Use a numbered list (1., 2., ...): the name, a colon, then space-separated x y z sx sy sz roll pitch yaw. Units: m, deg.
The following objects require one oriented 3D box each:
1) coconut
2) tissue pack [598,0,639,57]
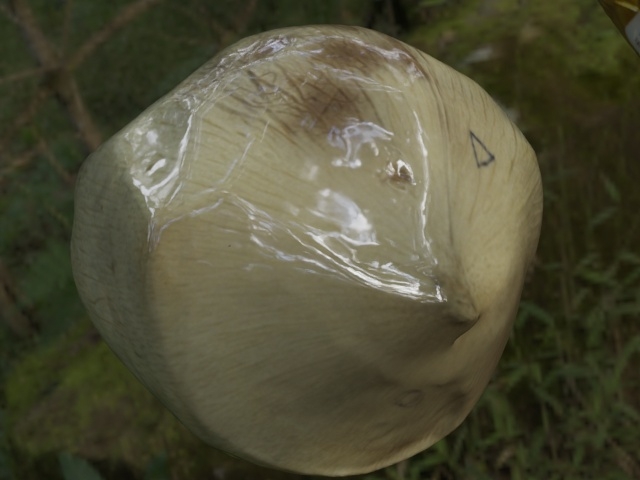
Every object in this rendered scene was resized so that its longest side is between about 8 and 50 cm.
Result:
1. coconut: 0.000 0.000 0.700 0.224 0.224 0.224 -10 26 5
2. tissue pack: 0.236 -0.076 0.695 0.092 0.226 0.183 -35 -7 -13
